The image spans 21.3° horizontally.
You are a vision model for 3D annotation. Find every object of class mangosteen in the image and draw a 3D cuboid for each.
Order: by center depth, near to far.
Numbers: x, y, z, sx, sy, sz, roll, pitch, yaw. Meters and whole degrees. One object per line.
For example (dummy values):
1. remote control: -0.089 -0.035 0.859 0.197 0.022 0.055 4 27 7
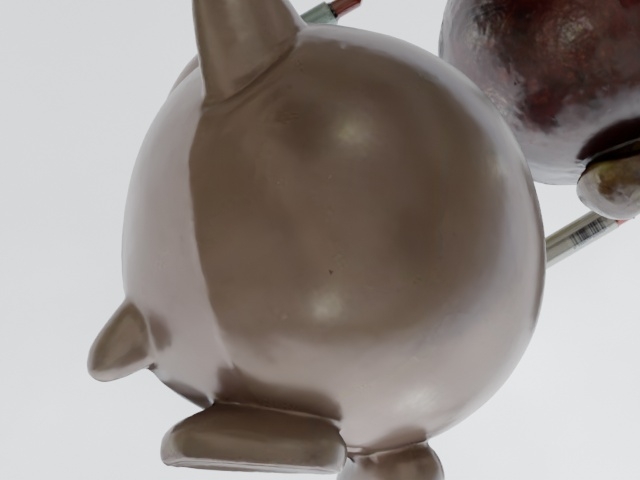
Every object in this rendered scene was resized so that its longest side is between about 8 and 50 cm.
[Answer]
1. mangosteen: 0.204 -0.112 1.157 0.215 0.215 0.257 -24 -120 -26

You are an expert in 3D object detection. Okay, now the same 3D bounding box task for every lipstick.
1. lipstick: -0.015 -0.185 1.485 0.129 0.030 0.030 -30 -97 3

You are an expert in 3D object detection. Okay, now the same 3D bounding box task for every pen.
1. pen: 0.160 0.030 1.460 0.239 0.028 0.028 -30 -110 5

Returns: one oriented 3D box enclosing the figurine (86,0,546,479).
1. figurine: 0.000 0.000 0.463 0.125 0.125 0.138 1 -105 -15
